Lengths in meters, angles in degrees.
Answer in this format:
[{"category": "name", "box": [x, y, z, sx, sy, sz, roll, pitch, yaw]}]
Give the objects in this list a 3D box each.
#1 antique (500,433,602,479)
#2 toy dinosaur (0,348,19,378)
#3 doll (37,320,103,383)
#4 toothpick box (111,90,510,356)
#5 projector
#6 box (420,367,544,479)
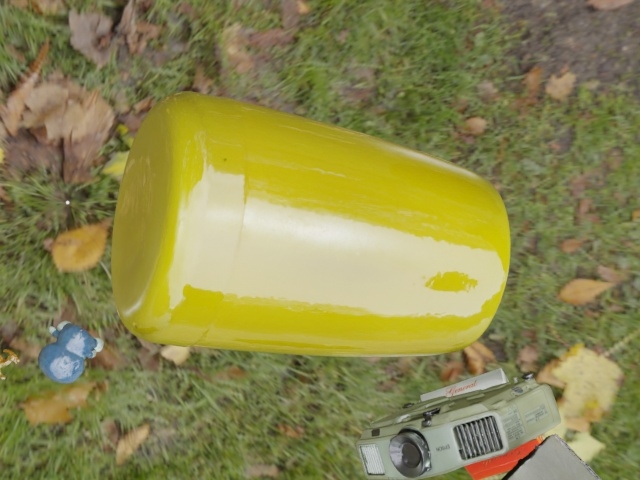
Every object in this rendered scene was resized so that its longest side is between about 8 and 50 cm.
[{"category": "antique", "box": [0.276, 0.357, 1.459, 0.146, 0.148, 0.152, 46, 47, 13]}, {"category": "toy dinosaur", "box": [-0.438, 0.161, 1.513, 0.113, 0.026, 0.041, -1, 93, 27]}, {"category": "doll", "box": [-0.346, 0.150, 1.570, 0.076, 0.050, 0.083, 30, 74, 4]}, {"category": "toothpick box", "box": [0.000, 0.000, 0.836, 0.271, 0.175, 0.175, 9, 90, -23]}, {"category": "projector", "box": [0.176, 0.266, 1.613, 0.193, 0.269, 0.088, -15, 84, -46]}, {"category": "box", "box": [0.265, 0.298, 1.846, 0.139, 0.035, 0.245, -22, 136, 15]}]
